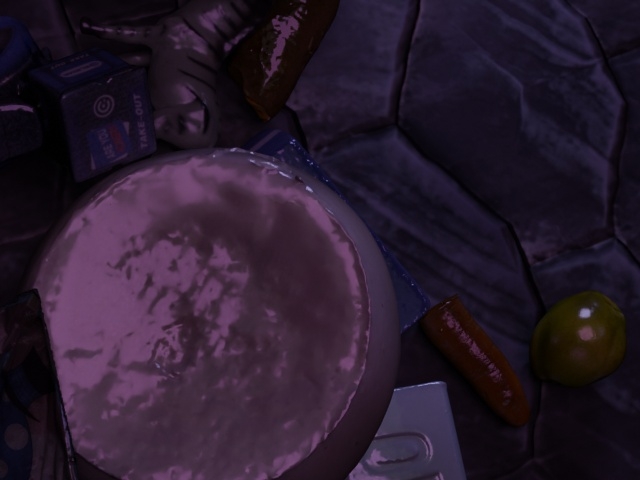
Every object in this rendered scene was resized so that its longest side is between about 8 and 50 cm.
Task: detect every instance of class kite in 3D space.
[{"bbox_3d":[-0.292,0.193,1.295,0.406,0.014,0.368,32,105,19],"label":"kite"}]

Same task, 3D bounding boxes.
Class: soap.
[{"bbox_3d":[0.069,0.231,1.473,0.119,0.066,0.198,-8,80,-21],"label":"soap"}]

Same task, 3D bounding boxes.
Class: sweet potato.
[{"bbox_3d":[-0.022,-0.226,1.549,0.077,0.077,0.244,26,73,-10],"label":"sweet potato"}]

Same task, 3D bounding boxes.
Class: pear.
[{"bbox_3d":[0.239,0.096,1.551,0.092,0.092,0.097,43,111,-4],"label":"pear"}]

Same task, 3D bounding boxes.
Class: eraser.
[{"bbox_3d":[0.000,0.000,1.521,0.082,0.036,0.225,-41,91,-22],"label":"eraser"}]

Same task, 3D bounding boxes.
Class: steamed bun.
[{"bbox_3d":[-0.094,0.085,1.373,0.324,0.206,0.324,0,79,-1],"label":"steamed bun"}]

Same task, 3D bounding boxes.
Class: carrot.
[{"bbox_3d":[0.149,0.112,1.538,0.048,0.048,0.139,-41,94,-21],"label":"carrot"}]

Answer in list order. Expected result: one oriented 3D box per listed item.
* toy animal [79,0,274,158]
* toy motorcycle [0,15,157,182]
[{"bbox_3d":[-0.120,-0.146,1.480,0.176,0.073,0.217,-4,80,3],"label":"toy animal"},{"bbox_3d":[-0.327,-0.073,1.328,0.358,0.212,0.125,-26,127,-29],"label":"toy motorcycle"}]
